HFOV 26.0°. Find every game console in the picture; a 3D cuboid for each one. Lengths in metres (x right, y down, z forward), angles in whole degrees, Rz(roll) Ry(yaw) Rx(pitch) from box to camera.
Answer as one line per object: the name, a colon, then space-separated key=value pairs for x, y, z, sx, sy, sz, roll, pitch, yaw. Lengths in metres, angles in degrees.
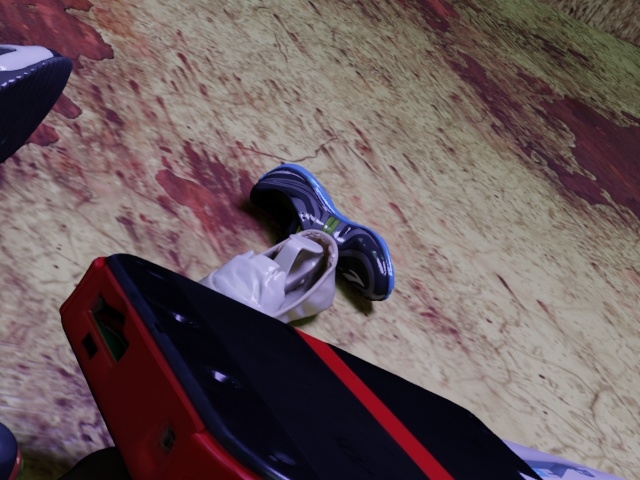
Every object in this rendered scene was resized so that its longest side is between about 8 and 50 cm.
game console: x=0.028 y=0.135 z=0.810 sx=0.342 sy=0.060 sz=0.386 roll=27 pitch=6 yaw=-24

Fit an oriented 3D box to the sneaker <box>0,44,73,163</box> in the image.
sneaker: x=-0.329 y=-0.129 z=1.137 sx=0.146 sy=0.122 sz=0.330 roll=38 pitch=23 yaw=9

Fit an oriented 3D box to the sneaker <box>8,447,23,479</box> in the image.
sneaker: x=-0.227 y=0.160 z=0.729 sx=0.081 sy=0.094 sz=0.208 roll=36 pitch=25 yaw=5

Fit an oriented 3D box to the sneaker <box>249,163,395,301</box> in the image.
sneaker: x=0.000 y=0.000 z=1.388 sx=0.078 sy=0.067 sz=0.188 roll=-28 pitch=62 yaw=-40

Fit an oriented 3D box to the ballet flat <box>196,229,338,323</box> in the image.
ballet flat: x=-0.051 y=0.038 z=1.207 sx=0.086 sy=0.086 sz=0.248 roll=38 pitch=24 yaw=13

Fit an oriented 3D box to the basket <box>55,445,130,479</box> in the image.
basket: x=-0.133 y=0.217 z=0.673 sx=0.204 sy=0.154 sz=0.227 roll=37 pitch=27 yaw=21

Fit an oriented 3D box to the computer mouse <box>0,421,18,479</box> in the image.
computer mouse: x=-0.256 y=0.143 z=0.661 sx=0.242 sy=0.041 sz=0.071 roll=-29 pitch=52 yaw=-31

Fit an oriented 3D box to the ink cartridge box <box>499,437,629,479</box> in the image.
ink cartridge box: x=0.140 y=0.215 z=0.967 sx=0.296 sy=0.066 sz=0.261 roll=15 pitch=12 yaw=30
